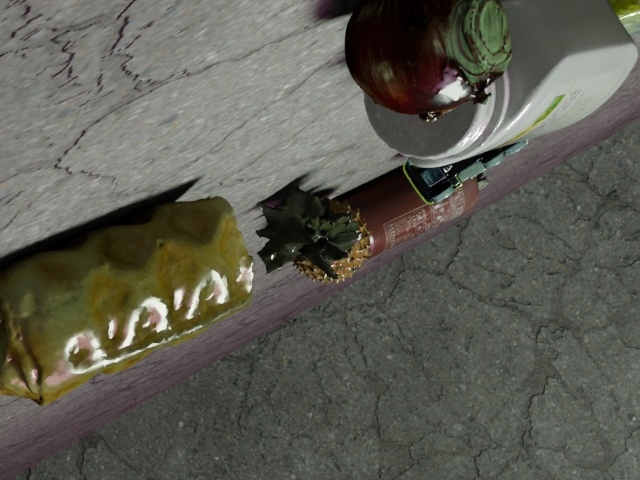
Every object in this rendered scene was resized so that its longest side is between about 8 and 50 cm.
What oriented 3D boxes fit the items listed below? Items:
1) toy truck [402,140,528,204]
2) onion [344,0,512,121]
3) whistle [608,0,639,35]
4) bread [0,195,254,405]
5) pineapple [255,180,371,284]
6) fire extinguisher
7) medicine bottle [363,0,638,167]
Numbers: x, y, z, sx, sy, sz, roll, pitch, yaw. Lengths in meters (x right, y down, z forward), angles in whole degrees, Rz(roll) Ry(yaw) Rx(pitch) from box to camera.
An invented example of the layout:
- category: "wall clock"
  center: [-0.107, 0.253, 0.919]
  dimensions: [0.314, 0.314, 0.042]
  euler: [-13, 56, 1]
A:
- category: "toy truck"
  center: [0.194, -0.123, 1.947]
  dimensions: [0.169, 0.077, 0.100]
  euler: [-34, -174, 15]
- category: "onion"
  center: [0.072, -0.140, 1.075]
  dimensions: [0.118, 0.118, 0.117]
  euler: [-33, 169, 36]
- category: "whistle"
  center: [0.288, -0.232, 1.601]
  dimensions: [0.104, 0.057, 0.198]
  euler: [-11, 171, -38]
- category: "bread"
  center: [-0.198, 0.056, 1.368]
  dimensions: [0.267, 0.130, 0.152]
  euler: [-24, 136, -38]
- category: "pineapple"
  center: [0.000, 0.000, 1.818]
  dimensions: [0.119, 0.130, 0.277]
  euler: [-42, 171, 5]
- category: "fire extinguisher"
  center: [0.135, -0.057, 2.092]
  dimensions: [0.269, 0.105, 0.105]
  euler: [-26, 173, -25]
- category: "medicine bottle"
  center: [0.161, -0.147, 1.358]
  dimensions: [0.179, 0.124, 0.324]
  euler: [-33, 174, 32]
